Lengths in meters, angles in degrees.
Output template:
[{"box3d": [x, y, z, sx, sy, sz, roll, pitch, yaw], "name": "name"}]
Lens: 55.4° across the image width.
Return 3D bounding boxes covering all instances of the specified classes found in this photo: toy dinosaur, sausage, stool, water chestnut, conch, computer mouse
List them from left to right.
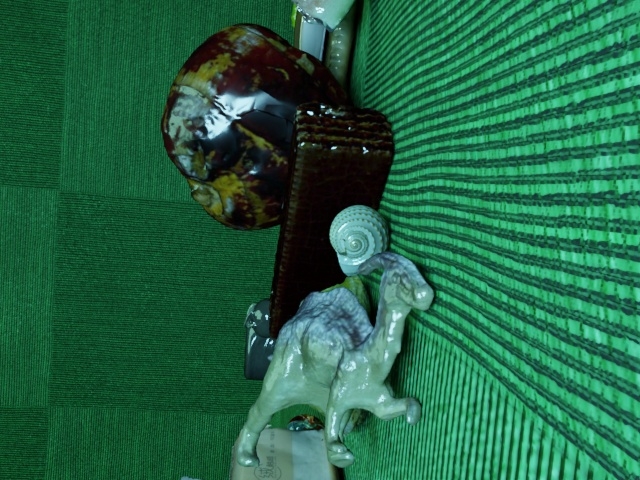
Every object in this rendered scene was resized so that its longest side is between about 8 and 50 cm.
[{"box3d": [-0.079, -0.156, 0.857, 0.244, 0.288, 0.289, -99, 15, -59], "name": "water chestnut"}, {"box3d": [-0.091, 0.211, 1.268, 0.228, 0.139, 0.154, 113, 159, -72], "name": "stool"}, {"box3d": [-0.035, 0.367, 0.994, 0.083, 0.083, 0.264, -94, 12, -51], "name": "sausage"}, {"box3d": [-0.016, -0.381, 1.056, 0.126, 0.056, 0.245, -100, 19, -67], "name": "computer mouse"}, {"box3d": [0.010, 0.119, 0.565, 0.294, 0.077, 0.162, -28, 51, 43], "name": "toy dinosaur"}, {"box3d": [0.045, -0.001, 0.635, 0.085, 0.056, 0.076, -36, -60, -57], "name": "conch"}]

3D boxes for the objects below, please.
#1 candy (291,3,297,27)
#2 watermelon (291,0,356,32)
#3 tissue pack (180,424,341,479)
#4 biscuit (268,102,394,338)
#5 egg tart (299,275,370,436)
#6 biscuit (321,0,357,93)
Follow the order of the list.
[{"box3d": [0.002, -0.487, 1.140, 0.097, 0.096, 0.210, -103, 21, -67], "name": "candy"}, {"box3d": [-0.010, -0.450, 0.784, 0.193, 0.231, 0.310, -49, -36, -35], "name": "watermelon"}, {"box3d": [-0.081, 0.394, 0.724, 0.305, 0.238, 0.239, -105, 21, -70], "name": "tissue pack"}, {"box3d": [0.000, 0.000, 0.783, 0.389, 0.107, 0.073, 102, 169, -47], "name": "biscuit"}, {"box3d": [0.012, 0.137, 0.730, 0.197, 0.078, 0.197, -177, 90, -85], "name": "egg tart"}, {"box3d": [0.017, -0.245, 1.042, 0.217, 0.044, 0.325, -112, 29, -80], "name": "biscuit"}]
